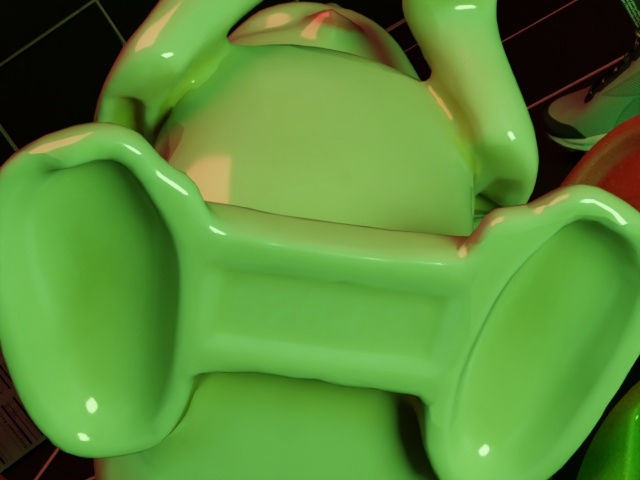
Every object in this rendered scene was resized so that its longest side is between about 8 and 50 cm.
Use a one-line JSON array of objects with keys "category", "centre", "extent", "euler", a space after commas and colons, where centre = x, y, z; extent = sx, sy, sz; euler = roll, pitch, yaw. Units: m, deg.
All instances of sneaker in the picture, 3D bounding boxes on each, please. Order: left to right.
[{"category": "sneaker", "centre": [0.310, -0.156, 0.944], "extent": [0.271, 0.108, 0.100], "euler": [-17, 23, 52]}]

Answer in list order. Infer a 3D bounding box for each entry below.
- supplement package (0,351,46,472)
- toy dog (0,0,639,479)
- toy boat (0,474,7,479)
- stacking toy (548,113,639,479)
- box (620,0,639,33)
[{"category": "supplement package", "centre": [-0.432, 0.201, 1.274], "extent": [0.203, 0.149, 0.194], "euler": [-37, 15, -13]}, {"category": "toy dog", "centre": [0.000, 0.000, 0.645], "extent": [0.284, 0.396, 0.408], "euler": [0, 32, -1]}, {"category": "toy boat", "centre": [-0.189, 0.201, 0.577], "extent": [0.151, 0.231, 0.151], "euler": [-9, -39, -52]}, {"category": "stacking toy", "centre": [0.215, 0.065, 0.519], "extent": [0.280, 0.130, 0.309], "euler": [-63, 17, -8]}, {"category": "box", "centre": [0.427, -0.298, 1.040], "extent": [0.247, 0.163, 0.142], "euler": [-42, 15, -30]}]
